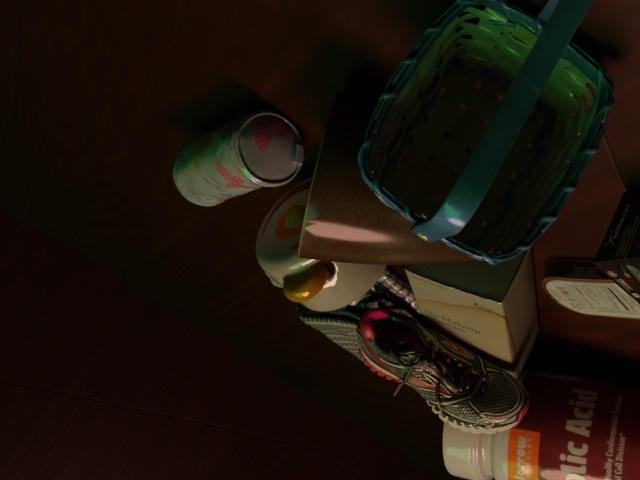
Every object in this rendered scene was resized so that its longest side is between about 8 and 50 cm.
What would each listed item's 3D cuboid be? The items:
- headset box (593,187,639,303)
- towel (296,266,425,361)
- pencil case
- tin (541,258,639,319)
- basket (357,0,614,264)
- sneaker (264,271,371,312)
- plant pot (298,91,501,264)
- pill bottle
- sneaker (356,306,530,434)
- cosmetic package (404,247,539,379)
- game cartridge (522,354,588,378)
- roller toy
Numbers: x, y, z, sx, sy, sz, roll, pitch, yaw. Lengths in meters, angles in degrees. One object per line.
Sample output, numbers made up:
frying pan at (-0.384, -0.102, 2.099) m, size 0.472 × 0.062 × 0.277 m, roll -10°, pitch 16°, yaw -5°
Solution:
headset box at (0.471, 0.027, 0.874) m, size 0.218 × 0.110 × 0.293 m, roll 37°, pitch 159°, yaw -18°
towel at (0.112, 0.167, 1.676) m, size 0.235 × 0.121 × 0.283 m, roll 38°, pitch 158°, yaw -23°
pencil case at (-0.133, -0.121, 1.335) m, size 0.124 × 0.114 × 0.273 m, roll 27°, pitch 163°, yaw -24°
tin at (0.395, 0.069, 1.188) m, size 0.106 × 0.040 × 0.189 m, roll 37°, pitch 159°, yaw -31°
basket at (0.153, -0.103, 0.792) m, size 0.201 × 0.255 × 0.289 m, roll 33°, pitch 171°, yaw -2°
sneaker at (-0.011, 0.079, 1.581) m, size 0.296 × 0.111 × 0.131 m, roll -18°, pitch 96°, yaw 65°
plant pot at (0.108, -0.055, 1.077) m, size 0.230 × 0.216 × 0.215 m, roll 14°, pitch 158°, yaw 3°
pill bottle at (0.420, 0.337, 1.427) m, size 0.392 × 0.224 × 0.224 m, roll 5°, pitch 150°, yaw 28°
sneaker at (0.184, 0.206, 1.352) m, size 0.299 × 0.121 × 0.112 m, roll 24°, pitch 158°, yaw 19°
cosmetic package at (0.246, 0.095, 1.340) m, size 0.160 × 0.113 × 0.309 m, roll 19°, pitch 158°, yaw 27°
game cartridge at (0.456, 0.299, 1.626) m, size 0.297 × 0.062 × 0.198 m, roll 22°, pitch 162°, yaw 21°
roller toy at (0.000, 0.000, 1.319) m, size 0.146 × 0.209 × 0.191 m, roll 44°, pitch 171°, yaw -32°
